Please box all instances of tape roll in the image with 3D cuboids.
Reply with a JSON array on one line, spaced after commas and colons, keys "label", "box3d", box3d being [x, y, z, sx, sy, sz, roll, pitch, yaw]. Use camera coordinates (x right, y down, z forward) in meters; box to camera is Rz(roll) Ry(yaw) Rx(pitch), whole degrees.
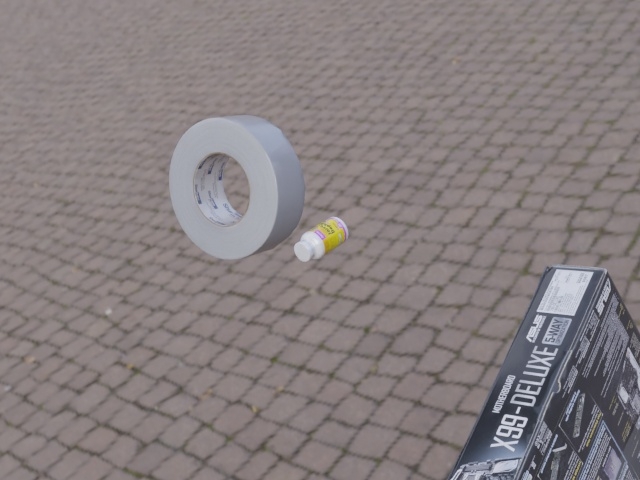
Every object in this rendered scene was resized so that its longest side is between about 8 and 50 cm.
[{"label": "tape roll", "box3d": [-0.131, -0.083, 1.507, 0.219, 0.219, 0.072, 3, 13, 35]}]

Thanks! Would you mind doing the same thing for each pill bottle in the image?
[{"label": "pill bottle", "box3d": [0.000, 0.000, 1.429, 0.043, 0.043, 0.083, 10, 31, 41]}]

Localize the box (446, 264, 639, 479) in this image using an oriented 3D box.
[{"label": "box", "box3d": [0.267, 0.219, 1.052, 0.076, 0.242, 0.307, 3, 51, 43]}]
